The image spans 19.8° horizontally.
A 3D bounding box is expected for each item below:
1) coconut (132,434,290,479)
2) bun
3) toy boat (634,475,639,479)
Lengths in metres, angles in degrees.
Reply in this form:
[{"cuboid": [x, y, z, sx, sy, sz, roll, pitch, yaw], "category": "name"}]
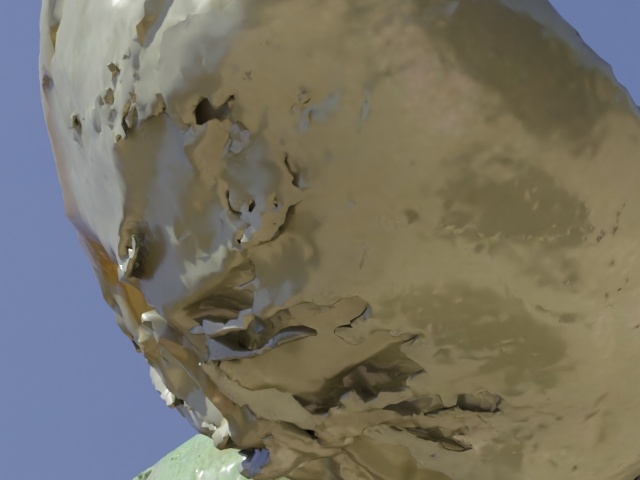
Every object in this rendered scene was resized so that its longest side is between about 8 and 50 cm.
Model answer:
[{"cuboid": [0.018, 0.214, 0.983, 0.328, 0.328, 0.281, -20, -64, -13], "category": "coconut"}, {"cuboid": [0.000, 0.000, 0.631, 0.146, 0.287, 0.287, -42, -33, -24], "category": "bun"}, {"cuboid": [0.174, 0.037, 0.793, 0.200, 0.077, 0.057, -48, -63, -22], "category": "toy boat"}]
